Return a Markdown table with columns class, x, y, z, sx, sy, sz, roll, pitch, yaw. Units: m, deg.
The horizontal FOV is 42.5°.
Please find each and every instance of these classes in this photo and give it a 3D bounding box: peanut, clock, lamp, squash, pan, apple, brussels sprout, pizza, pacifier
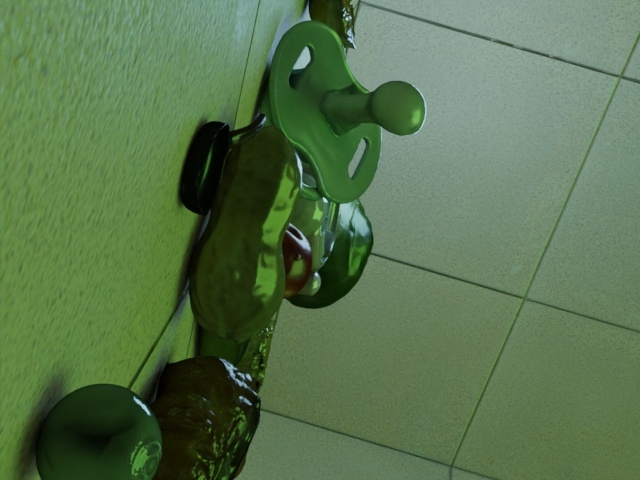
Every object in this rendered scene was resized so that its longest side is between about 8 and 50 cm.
| class | x | y | z | sx | sy | sz | roll | pitch | yaw |
| --- | --- | --- | --- | --- | --- | --- | --- | --- | --- |
| peanut | -0.103 | -0.009 | 1.160 | 0.149 | 0.149 | 0.313 | -20 | 126 | -88 |
| clock | -0.041 | -0.084 | 1.871 | 0.325 | 0.184 | 0.342 | 98 | 2 | -48 |
| lamp | -0.184 | 0.173 | 0.689 | 0.105 | 0.105 | 0.105 | 16 | 90 | -88 |
| squash | -0.166 | 0.161 | 1.440 | 0.340 | 0.095 | 0.094 | 103 | 4 | -54 |
| pan | -0.121 | -0.114 | 1.016 | 0.212 | 0.040 | 0.114 | -60 | 167 | -53 |
| apple | -0.089 | 0.030 | 1.570 | 0.139 | 0.164 | 0.163 | -62 | -179 | 12 |
| brussels sprout | 0.000 | 0.000 | 2.250 | 0.314 | 0.276 | 0.371 | 112 | -5 | -68 |
| pizza | 0.010 | -0.469 | 1.571 | 0.204 | 0.081 | 0.188 | 1 | 83 | -78 |
| pacifier | 0.050 | -0.206 | 1.397 | 0.343 | 0.269 | 0.288 | 49 | 55 | -39 |

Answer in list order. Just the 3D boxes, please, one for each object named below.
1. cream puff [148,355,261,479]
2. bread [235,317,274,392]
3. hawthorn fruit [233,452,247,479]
| class | x | y | z | sx | sy | sz | roll | pitch | yaw |
| --- | --- | --- | --- | --- | --- | --- | --- | --- | --- |
| cream puff | -0.176 | 0.281 | 1.154 | 0.241 | 0.155 | 0.268 | 104 | 5 | -47 |
| bread | -0.160 | 0.217 | 1.661 | 0.174 | 0.121 | 0.245 | -84 | -177 | -48 |
| hawthorn fruit | -0.201 | 0.385 | 1.546 | 0.189 | 0.149 | 0.149 | 3 | 104 | -84 |
